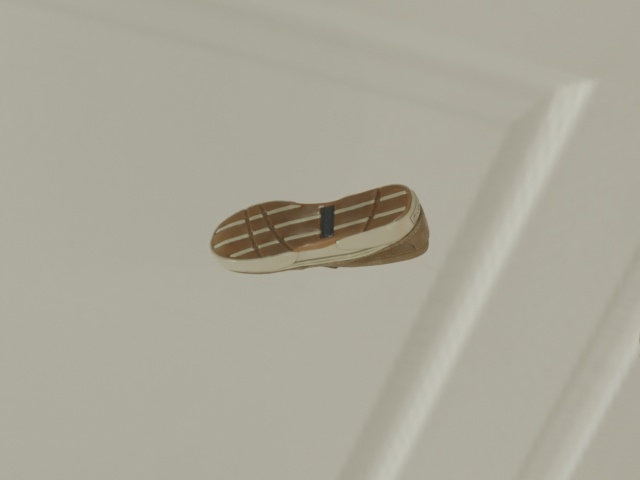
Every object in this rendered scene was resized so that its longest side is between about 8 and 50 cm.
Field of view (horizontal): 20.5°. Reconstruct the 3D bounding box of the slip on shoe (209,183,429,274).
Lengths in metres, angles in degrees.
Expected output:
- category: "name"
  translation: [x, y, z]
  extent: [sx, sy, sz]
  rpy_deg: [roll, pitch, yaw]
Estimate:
- category: "slip on shoe"
  translation: [0.000, 0.000, 1.065]
  extent: [0.135, 0.041, 0.051]
  rpy_deg: [-13, 46, 18]
